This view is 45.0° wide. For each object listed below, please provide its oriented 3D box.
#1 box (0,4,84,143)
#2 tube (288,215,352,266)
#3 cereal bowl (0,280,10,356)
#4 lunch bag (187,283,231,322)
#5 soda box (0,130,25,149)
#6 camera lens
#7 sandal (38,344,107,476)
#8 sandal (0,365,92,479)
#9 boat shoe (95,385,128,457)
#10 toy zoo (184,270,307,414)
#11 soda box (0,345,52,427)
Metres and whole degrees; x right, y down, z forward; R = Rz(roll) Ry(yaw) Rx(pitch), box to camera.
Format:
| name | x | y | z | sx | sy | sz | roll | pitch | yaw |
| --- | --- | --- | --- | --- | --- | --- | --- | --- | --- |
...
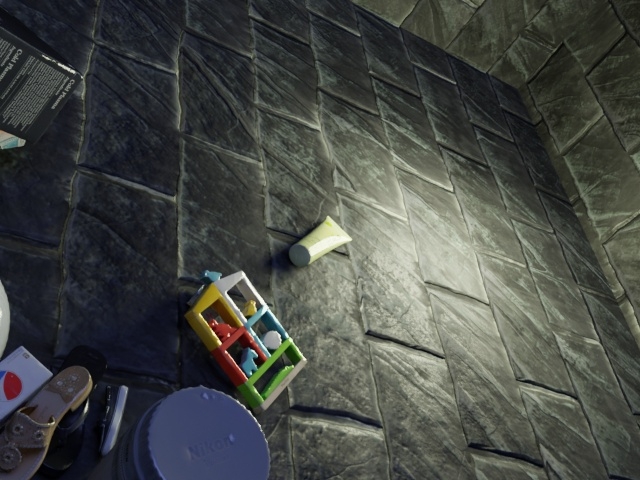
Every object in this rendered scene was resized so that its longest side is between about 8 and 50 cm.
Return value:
| name | x | y | z | sx | sy | sz | roll | pitch | yaw |
| --- | --- | --- | --- | --- | --- | --- | --- | --- | --- |
| box | -0.687 | -0.380 | 1.452 | 0.343 | 0.179 | 0.312 | 40 | 6 | 22 |
| tube | 0.000 | 0.000 | 1.980 | 0.240 | 0.062 | 0.070 | -33 | 118 | -58 |
| cereal bowl | -0.652 | 0.097 | 1.207 | 0.339 | 0.141 | 0.339 | 25 | 38 | -21 |
| lunch bag | -0.231 | 0.124 | 1.640 | 0.071 | 0.053 | 0.083 | 44 | 29 | -3 |
| soda box | -0.688 | -0.219 | 1.566 | 0.058 | 0.063 | 0.183 | 50 | 37 | 15 |
| camera lens | -0.229 | 0.378 | 1.185 | 0.219 | 0.274 | 0.219 | 25 | 39 | -22 |
| sandal | -0.427 | 0.272 | 1.301 | 0.097 | 0.054 | 0.254 | 27 | 38 | -20 |
| sandal | -0.450 | 0.278 | 1.199 | 0.088 | 0.079 | 0.240 | 20 | 50 | 17 |
| boat shoe | -0.365 | 0.311 | 1.332 | 0.040 | 0.049 | 0.142 | 11 | 41 | -8 |
| toy zoo | -0.162 | 0.188 | 1.599 | 0.293 | 0.030 | 0.192 | 54 | 35 | -5 |
| soda box | -0.524 | 0.263 | 1.200 | 0.074 | 0.069 | 0.216 | 42 | 40 | 0 |
